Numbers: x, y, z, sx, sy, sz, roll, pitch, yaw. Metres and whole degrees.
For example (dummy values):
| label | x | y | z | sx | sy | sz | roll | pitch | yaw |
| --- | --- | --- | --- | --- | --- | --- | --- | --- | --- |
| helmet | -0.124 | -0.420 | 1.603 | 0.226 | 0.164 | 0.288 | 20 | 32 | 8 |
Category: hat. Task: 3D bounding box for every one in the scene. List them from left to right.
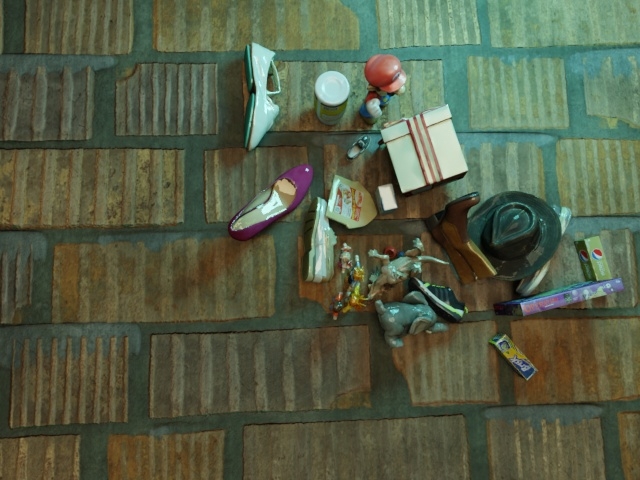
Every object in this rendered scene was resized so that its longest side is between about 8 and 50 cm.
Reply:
| label | x | y | z | sx | sy | sz | roll | pitch | yaw |
| --- | --- | --- | --- | --- | --- | --- | --- | --- | --- |
| hat | 0.646 | -0.029 | 1.420 | 0.330 | 0.134 | 0.332 | -5 | 76 | 22 |

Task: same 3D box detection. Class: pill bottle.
| label | x | y | z | sx | sy | sz | roll | pitch | yaw |
| --- | --- | --- | --- | --- | --- | --- | --- | --- | --- |
| pill bottle | 0.036 | -0.492 | 1.472 | 0.119 | 0.208 | 0.119 | 0 | 85 | -2 |

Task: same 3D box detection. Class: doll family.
| label | x | y | z | sx | sy | sz | roll | pitch | yaw |
| --- | --- | --- | --- | --- | --- | --- | --- | --- | --- |
| doll family | 0.109 | 0.147 | 1.431 | 0.118 | 0.163 | 0.263 | 9 | 84 | -1 |

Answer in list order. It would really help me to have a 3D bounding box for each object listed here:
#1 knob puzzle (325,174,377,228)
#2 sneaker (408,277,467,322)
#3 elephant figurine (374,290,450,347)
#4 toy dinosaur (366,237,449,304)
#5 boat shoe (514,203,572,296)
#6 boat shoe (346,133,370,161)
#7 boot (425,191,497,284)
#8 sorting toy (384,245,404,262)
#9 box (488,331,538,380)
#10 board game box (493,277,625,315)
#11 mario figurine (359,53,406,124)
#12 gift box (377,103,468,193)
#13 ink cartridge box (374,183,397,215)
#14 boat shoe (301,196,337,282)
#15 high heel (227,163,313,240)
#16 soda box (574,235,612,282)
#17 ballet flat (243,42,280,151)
| label | x | y | z | sx | sy | sz | roll | pitch | yaw |
| --- | --- | --- | --- | --- | --- | --- | --- | --- | --- |
| knob puzzle | 0.115 | -0.126 | 1.508 | 0.212 | 0.030 | 0.214 | 8 | 69 | -23 |
| sneaker | 0.418 | 0.197 | 1.491 | 0.234 | 0.084 | 0.097 | 40 | 64 | 0 |
| elephant figurine | 0.320 | 0.260 | 1.428 | 0.239 | 0.186 | 0.170 | -17 | 79 | 3 |
| toy dinosaur | 0.275 | 0.101 | 1.427 | 0.295 | 0.200 | 0.127 | -18 | 63 | 3 |
| boat shoe | 0.766 | 0.029 | 1.498 | 0.130 | 0.132 | 0.356 | 25 | 82 | 23 |
| boat shoe | 0.142 | -0.347 | 1.545 | 0.046 | 0.038 | 0.125 | 45 | 85 | 3 |
| boot | 0.500 | 0.000 | 1.410 | 0.096 | 0.264 | 0.281 | -21 | 77 | -36 |
| sorting toy | 0.275 | 0.060 | 1.509 | 0.061 | 0.042 | 0.102 | -30 | 96 | 31 |
| box | 0.679 | 0.408 | 1.474 | 0.054 | 0.059 | 0.169 | -42 | 87 | -3 |
| board game box | 0.801 | 0.196 | 1.427 | 0.346 | 0.208 | 0.056 | -13 | 85 | -4 |
| mario figurine | 0.224 | -0.497 | 1.422 | 0.169 | 0.320 | 0.198 | -3 | 85 | -1 |
| gift box | 0.345 | -0.305 | 1.449 | 0.254 | 0.276 | 0.259 | -18 | 89 | 10 |
| ink cartridge box | 0.232 | -0.142 | 1.486 | 0.052 | 0.122 | 0.089 | -13 | 84 | 1 |
| boat shoe | 0.000 | 0.000 | 1.480 | 0.103 | 0.113 | 0.303 | 9 | 81 | -22 |
| high heel | -0.161 | -0.137 | 1.442 | 0.127 | 0.181 | 0.377 | 41 | 85 | 2 |
| soda box | 0.992 | 0.080 | 1.517 | 0.058 | 0.061 | 0.182 | -15 | 85 | -4 |
| ballet flat | -0.209 | -0.520 | 1.518 | 0.138 | 0.139 | 0.401 | 0 | 83 | -2 |
